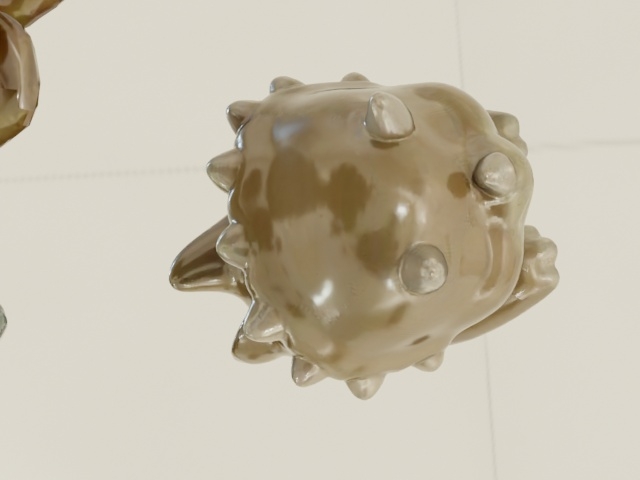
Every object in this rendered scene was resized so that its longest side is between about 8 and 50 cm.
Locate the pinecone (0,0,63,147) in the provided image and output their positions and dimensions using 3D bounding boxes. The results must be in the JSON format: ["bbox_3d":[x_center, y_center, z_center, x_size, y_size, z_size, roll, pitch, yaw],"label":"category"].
[{"bbox_3d":[-0.266,-0.143,0.575,0.384,0.384,0.384,3,109,8],"label":"pinecone"}]

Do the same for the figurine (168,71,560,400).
[{"bbox_3d":[0.003,-0.004,1.031,0.247,0.173,0.177,5,94,42],"label":"figurine"}]

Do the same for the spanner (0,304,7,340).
[{"bbox_3d":[-0.174,0.079,0.651,0.071,0.302,0.017,2,110,4],"label":"spanner"}]
